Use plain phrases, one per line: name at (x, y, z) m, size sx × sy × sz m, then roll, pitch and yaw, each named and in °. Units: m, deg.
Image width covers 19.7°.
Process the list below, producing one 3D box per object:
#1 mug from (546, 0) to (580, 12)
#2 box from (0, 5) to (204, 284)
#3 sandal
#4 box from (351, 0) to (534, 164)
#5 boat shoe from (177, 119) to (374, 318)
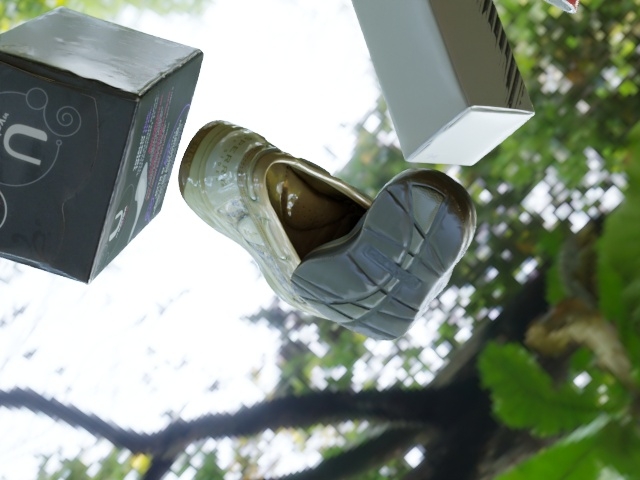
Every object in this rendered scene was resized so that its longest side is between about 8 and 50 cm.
mug at (0.212, -0.292, 1.559) m, size 0.113 × 0.169 × 0.150 m, roll 31°, pitch -175°, yaw 6°
box at (-0.207, -0.088, 1.547) m, size 0.143 × 0.165 × 0.270 m, roll 17°, pitch -165°, yaw 3°
sandal at (0.049, 0.003, 1.250) m, size 0.090 × 0.219 × 0.060 m, roll 37°, pitch -124°, yaw 1°
box at (0.110, -0.219, 1.854) m, size 0.094 × 0.113 × 0.275 m, roll 1°, pitch -118°, yaw -38°
boat shoe at (0.000, 0.000, 1.485) m, size 0.285 × 0.089 × 0.104 m, roll 33°, pitch -102°, yaw -46°
